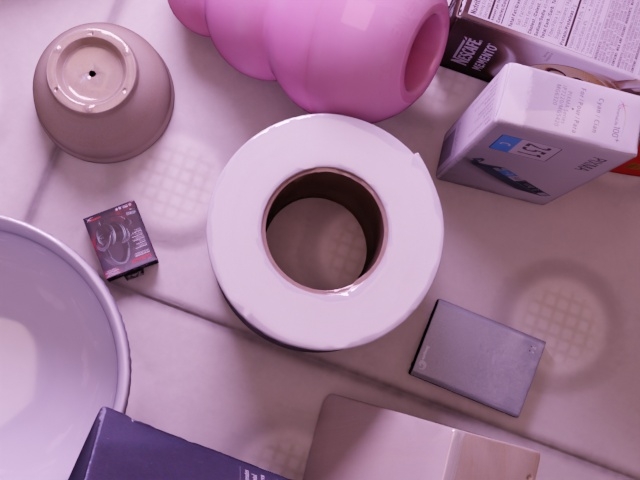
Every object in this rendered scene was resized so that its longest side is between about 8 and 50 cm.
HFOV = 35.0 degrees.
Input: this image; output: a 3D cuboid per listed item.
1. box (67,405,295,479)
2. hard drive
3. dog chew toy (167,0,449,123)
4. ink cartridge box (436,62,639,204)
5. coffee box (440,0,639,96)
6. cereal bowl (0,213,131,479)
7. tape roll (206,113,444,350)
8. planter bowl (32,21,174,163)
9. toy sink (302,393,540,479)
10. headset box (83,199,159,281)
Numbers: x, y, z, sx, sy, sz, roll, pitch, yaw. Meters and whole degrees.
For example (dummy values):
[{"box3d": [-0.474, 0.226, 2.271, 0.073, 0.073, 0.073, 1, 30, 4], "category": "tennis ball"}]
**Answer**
[{"box3d": [-0.135, 0.363, 0.951, 0.294, 0.182, 0.296, 23, 105, -10], "category": "box"}, {"box3d": [0.180, 0.136, 1.173, 0.135, 0.022, 0.094, 22, 82, -1], "category": "hard drive"}, {"box3d": [-0.030, -0.257, 1.117, 0.332, 0.206, 0.206, 25, 81, 22], "category": "dog chew toy"}, {"box3d": [0.278, -0.090, 1.070, 0.261, 0.296, 0.066, 13, 83, -2], "category": "ink cartridge box"}, {"box3d": [0.292, -0.229, 1.155, 0.297, 0.168, 0.118, 19, 82, -1], "category": "coffee box"}, {"box3d": [-0.366, 0.141, 1.075, 0.339, 0.141, 0.338, 0, 82, -3], "category": "cereal bowl"}, {"box3d": [0.000, 0.000, 1.105, 0.246, 0.169, 0.246, 1, 82, -4], "category": "tape roll"}, {"box3d": [-0.249, -0.175, 1.140, 0.162, 0.109, 0.162, 0, 83, -4], "category": "planter bowl"}, {"box3d": [0.100, 0.265, 1.084, 0.131, 0.234, 0.152, 20, 80, -31], "category": "toy sink"}, {"box3d": [-0.225, 0.004, 1.157, 0.062, 0.032, 0.083, -21, 83, -6], "category": "headset box"}]
